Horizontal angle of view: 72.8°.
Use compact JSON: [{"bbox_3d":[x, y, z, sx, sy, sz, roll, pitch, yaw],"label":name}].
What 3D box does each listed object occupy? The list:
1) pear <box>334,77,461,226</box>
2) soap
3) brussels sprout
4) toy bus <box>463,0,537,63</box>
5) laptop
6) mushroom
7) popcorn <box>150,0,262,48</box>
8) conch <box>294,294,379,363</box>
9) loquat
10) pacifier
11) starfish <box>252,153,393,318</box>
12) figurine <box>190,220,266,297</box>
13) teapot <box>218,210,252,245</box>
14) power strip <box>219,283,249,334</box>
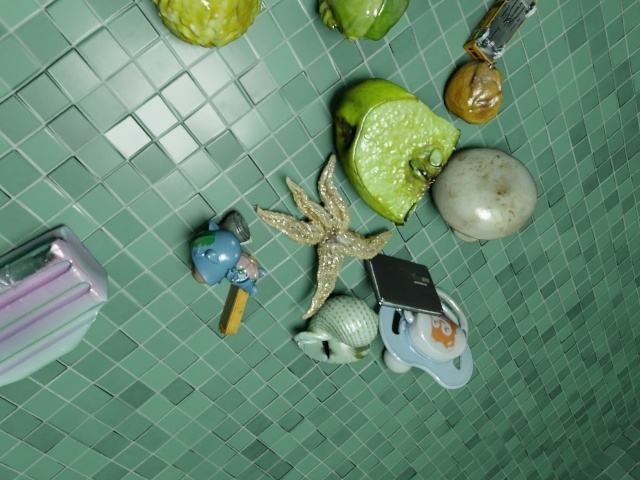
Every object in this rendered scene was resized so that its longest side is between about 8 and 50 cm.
[{"bbox_3d":[0.120,-0.190,0.903,0.255,0.164,0.239,25,102,-28],"label":"pear"},{"bbox_3d":[-0.547,0.140,0.770,0.323,0.109,0.193,-32,120,-10],"label":"soap"},{"bbox_3d":[0.079,-0.433,0.765,0.131,0.183,0.146,6,129,-30],"label":"brussels sprout"},{"bbox_3d":[0.395,-0.476,0.955,0.069,0.074,0.162,34,97,-24],"label":"toy bus"},{"bbox_3d":[0.210,0.109,1.080,0.207,0.154,0.026,15,133,-28],"label":"laptop"},{"bbox_3d":[0.380,-0.095,1.052,0.243,0.243,0.244,-9,114,-21],"label":"mushroom"},{"bbox_3d":[-0.182,-0.416,0.678,0.197,0.198,0.213,-31,94,-10],"label":"popcorn"},{"bbox_3d":[0.043,0.205,1.052,0.199,0.131,0.172,2,140,4],"label":"conch"},{"bbox_3d":[0.345,-0.329,0.964,0.112,0.137,0.138,-2,112,-19],"label":"loquat"},{"bbox_3d":[0.255,0.273,1.162,0.299,0.244,0.233,32,129,-10],"label":"pacifier"},{"bbox_3d":[-0.011,-0.024,0.959,0.301,0.084,0.294,-40,117,-8],"label":"starfish"},{"bbox_3d":[-0.197,0.055,0.866,0.144,0.114,0.178,-20,138,30],"label":"figurine"},{"bbox_3d":[-0.178,-0.016,0.904,0.056,0.066,0.088,-22,143,7],"label":"teapot"},{"bbox_3d":[-0.185,0.130,0.963,0.028,0.049,0.178,10,107,-33],"label":"power strip"}]
